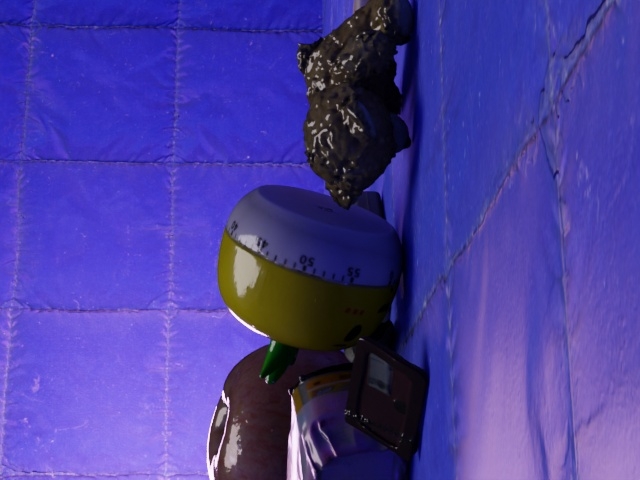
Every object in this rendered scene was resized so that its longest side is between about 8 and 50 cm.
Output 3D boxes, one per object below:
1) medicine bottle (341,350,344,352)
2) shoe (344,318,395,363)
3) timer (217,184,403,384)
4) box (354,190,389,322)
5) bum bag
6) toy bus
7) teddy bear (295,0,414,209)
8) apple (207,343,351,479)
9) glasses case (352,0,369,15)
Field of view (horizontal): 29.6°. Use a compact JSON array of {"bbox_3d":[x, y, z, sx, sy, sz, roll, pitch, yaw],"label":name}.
[{"bbox_3d":[0.020,0.106,2.410,0.341,0.130,0.130,95,175,-51],"label":"medicine bottle"},{"bbox_3d":[0.084,0.174,1.837,0.194,0.074,0.077,113,134,-76],"label":"shoe"},{"bbox_3d":[-0.030,0.078,1.725,0.285,0.285,0.285,180,90,-87],"label":"timer"},{"bbox_3d":[0.078,0.023,1.965,0.244,0.055,0.103,-93,4,-54],"label":"box"},{"bbox_3d":[0.083,0.195,1.511,0.026,0.109,0.159,-36,-34,-40],"label":"bum bag"},{"bbox_3d":[0.041,0.364,1.711,0.162,0.171,0.386,-111,19,-54],"label":"toy bus"},{"bbox_3d":[0.048,-0.179,1.634,0.267,0.156,0.256,96,172,-53],"label":"teddy bear"},{"bbox_3d":[-0.065,0.336,2.115,0.344,0.269,0.345,-28,53,45],"label":"apple"},{"bbox_3d":[0.080,-0.320,2.021,0.083,0.050,0.196,111,160,-76],"label":"glasses case"}]
